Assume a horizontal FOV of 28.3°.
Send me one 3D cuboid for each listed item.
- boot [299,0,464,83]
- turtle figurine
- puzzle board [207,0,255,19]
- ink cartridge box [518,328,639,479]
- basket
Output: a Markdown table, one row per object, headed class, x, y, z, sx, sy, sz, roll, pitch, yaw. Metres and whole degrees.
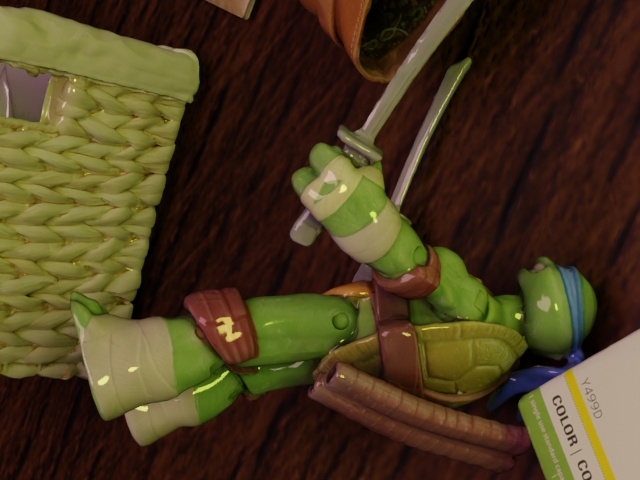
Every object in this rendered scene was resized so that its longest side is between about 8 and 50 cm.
| class | x | y | z | sx | sy | sz | roll | pitch | yaw |
| --- | --- | --- | --- | --- | --- | --- | --- | --- | --- |
| boot | 0.053 | -0.250 | 0.731 | 0.283 | 0.109 | 0.220 | -57 | 32 | 28 |
| turtle figurine | 0.000 | 0.000 | 0.702 | 0.198 | 0.266 | 0.275 | -112 | 6 | -74 |
| puzzle board | -0.059 | -0.237 | 0.945 | 0.096 | 0.011 | 0.128 | 34 | 106 | 44 |
| ink cartridge box | 0.235 | 0.097 | 0.540 | 0.255 | 0.097 | 0.189 | -38 | 58 | 35 |
| basket | -0.331 | -0.066 | 0.966 | 0.331 | 0.328 | 0.267 | 21 | 100 | 44 |
